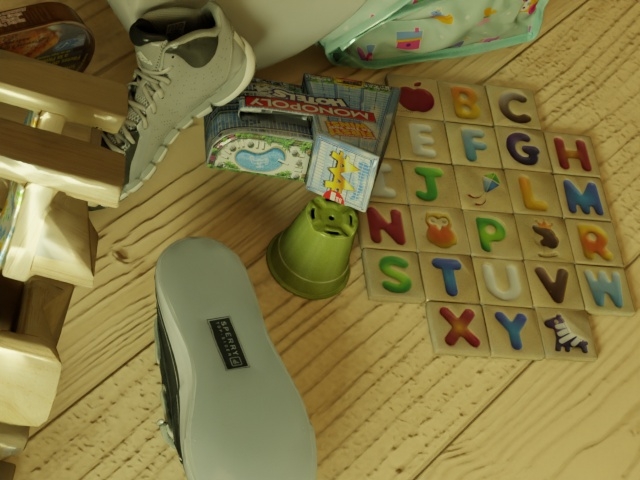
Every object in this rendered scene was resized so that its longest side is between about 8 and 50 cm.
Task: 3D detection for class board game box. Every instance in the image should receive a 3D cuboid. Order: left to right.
[{"bbox_3d":[-0.010,-0.099,1.596,0.194,0.060,0.194,8,25,-10],"label":"board game box"}]

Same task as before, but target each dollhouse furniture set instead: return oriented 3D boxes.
[{"bbox_3d":[-0.316,0.014,1.280,0.256,0.362,0.394,15,23,-11],"label":"dollhouse furniture set"}]

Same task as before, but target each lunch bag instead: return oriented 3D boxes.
[{"bbox_3d":[0.090,-0.307,1.788,0.262,0.160,0.223,-14,66,-15],"label":"lunch bag"}]

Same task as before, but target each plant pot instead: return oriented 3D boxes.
[{"bbox_3d":[0.000,0.000,1.573,0.083,0.079,0.083,10,53,-14],"label":"plant pot"}]

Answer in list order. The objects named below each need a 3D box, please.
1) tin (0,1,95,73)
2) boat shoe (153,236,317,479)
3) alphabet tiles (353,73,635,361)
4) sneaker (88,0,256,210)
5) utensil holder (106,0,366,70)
[{"bbox_3d":[-0.301,-0.166,1.567,0.190,0.106,0.040,-18,56,-32],"label":"tin"},{"bbox_3d":[-0.086,0.143,1.420,0.113,0.105,0.306,-9,52,-21],"label":"boat shoe"},{"bbox_3d":[0.168,-0.028,1.702,0.285,0.011,0.342,4,54,-17],"label":"alphabet tiles"},{"bbox_3d":[-0.168,-0.137,1.533,0.229,0.132,0.086,-44,60,-11],"label":"sneaker"},{"bbox_3d":[-0.131,-0.396,1.653,0.327,0.327,0.385,-16,61,-30],"label":"utensil holder"}]
